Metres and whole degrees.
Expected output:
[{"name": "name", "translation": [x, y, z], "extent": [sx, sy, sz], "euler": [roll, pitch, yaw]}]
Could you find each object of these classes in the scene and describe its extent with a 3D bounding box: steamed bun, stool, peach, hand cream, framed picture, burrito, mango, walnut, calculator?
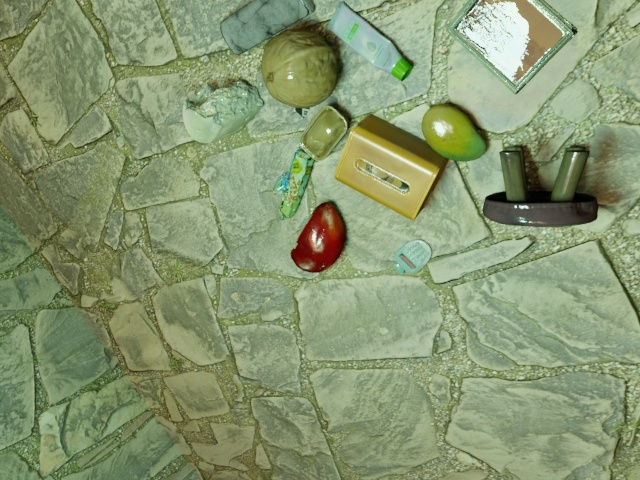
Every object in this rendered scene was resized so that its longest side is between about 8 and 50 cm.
[{"name": "steamed bun", "translation": [-0.330, -0.421, 1.625], "extent": [0.200, 0.225, 0.170], "euler": [-30, 99, 39]}, {"name": "stool", "translation": [0.549, -0.140, 1.273], "extent": [0.272, 0.272, 0.179], "euler": [6, 105, 27]}, {"name": "peach", "translation": [0.004, 0.005, 1.724], "extent": [0.154, 0.159, 0.267], "euler": [33, 125, 3]}, {"name": "hand cream", "translation": [0.138, -0.547, 1.412], "extent": [0.275, 0.050, 0.079], "euler": [42, 101, 9]}, {"name": "framed picture", "translation": [0.462, -0.517, 1.256], "extent": [0.252, 0.014, 0.197], "euler": [43, 128, 2]}, {"name": "burrito", "translation": [-0.099, -0.195, 1.727], "extent": [0.104, 0.054, 0.288], "euler": [30, 127, 13]}, {"name": "mango", "translation": [0.365, -0.290, 1.394], "extent": [0.194, 0.092, 0.130], "euler": [28, 124, 2]}, {"name": "walnut", "translation": [-0.054, -0.486, 1.439], "extent": [0.228, 0.228, 0.228], "euler": [14, 122, 23]}, {"name": "calculator", "translation": [0.297, 0.056, 1.660], "extent": [0.095, 0.021, 0.153], "euler": [44, 128, 2]}]

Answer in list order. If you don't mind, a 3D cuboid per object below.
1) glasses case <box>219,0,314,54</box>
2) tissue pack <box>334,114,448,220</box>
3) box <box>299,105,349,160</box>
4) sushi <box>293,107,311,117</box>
[{"name": "glasses case", "translation": [-0.163, -0.659, 1.502], "extent": [0.299, 0.060, 0.114], "euler": [-15, 116, 35]}, {"name": "tissue pack", "translation": [0.206, -0.213, 1.490], "extent": [0.274, 0.145, 0.194], "euler": [29, 125, 12]}, {"name": "box", "translation": [0.013, -0.330, 1.558], "extent": [0.111, 0.111, 0.177], "euler": [44, 128, 2]}, {"name": "sushi", "translation": [-0.073, -0.461, 1.584], "extent": [0.126, 0.026, 0.120], "euler": [45, 129, 1]}]
